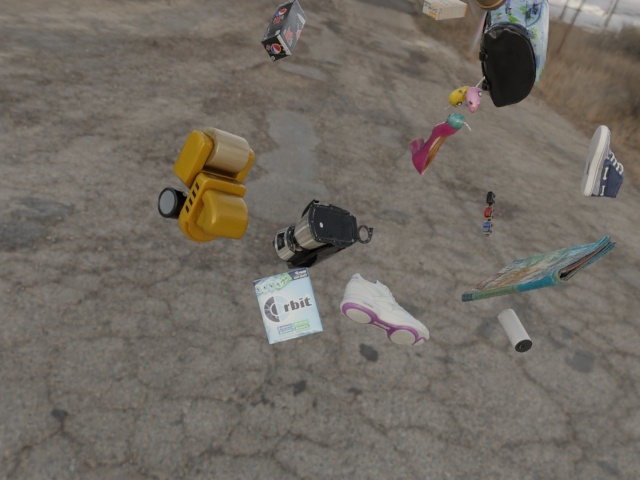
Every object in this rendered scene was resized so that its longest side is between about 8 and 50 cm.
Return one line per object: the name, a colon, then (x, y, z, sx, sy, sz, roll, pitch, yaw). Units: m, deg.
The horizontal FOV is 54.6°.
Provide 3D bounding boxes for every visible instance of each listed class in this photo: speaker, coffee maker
speaker: (0.565, 0.262, 1.804, 0.055, 0.055, 0.136, 10, 31, -15)
coffee maker: (0.000, 0.000, 1.480, 0.171, 0.178, 0.120, 31, 58, -20)

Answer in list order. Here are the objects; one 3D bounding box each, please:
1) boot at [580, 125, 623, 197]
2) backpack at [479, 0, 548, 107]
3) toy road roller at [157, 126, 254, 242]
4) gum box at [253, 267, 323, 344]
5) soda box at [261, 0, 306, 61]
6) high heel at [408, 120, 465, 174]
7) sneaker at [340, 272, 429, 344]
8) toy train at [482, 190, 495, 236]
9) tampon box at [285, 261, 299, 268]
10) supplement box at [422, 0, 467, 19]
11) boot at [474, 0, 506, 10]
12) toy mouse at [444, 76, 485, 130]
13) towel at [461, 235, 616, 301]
boot: (0.712, -0.194, 1.542, 0.086, 0.190, 0.069, 6, 36, 8)
backpack: (0.643, -0.668, 2.062, 0.274, 0.290, 0.355, -12, 40, 13)
toy road roller: (-0.303, -0.144, 1.837, 0.241, 0.329, 0.203, 38, 17, 36)
gum box: (-0.090, 0.182, 1.743, 0.157, 0.184, 0.041, -14, -1, 2)
soda box: (-0.084, -0.494, 1.452, 0.053, 0.060, 0.168, -12, 43, 29)
high heel: (0.380, -0.301, 1.981, 0.082, 0.117, 0.244, -13, -8, -42)
sneaker: (0.198, 0.196, 1.779, 0.305, 0.114, 0.152, 32, 46, -23)
toy train: (0.555, -0.089, 2.046, 0.027, 0.158, 0.036, -1, -20, 33)
tampon box: (-0.038, 0.016, 1.859, 0.120, 0.101, 0.161, -28, 8, -23)
supplement box: (0.329, -0.614, 1.641, 0.098, 0.036, 0.062, -16, 44, -27)
boot: (0.365, -0.681, 1.381, 0.112, 0.305, 0.115, -7, -4, 26)
toy mouse: (0.342, -0.320, 1.496, 0.031, 0.161, 0.143, 18, 54, -22)
towel: (0.601, 0.085, 1.750, 0.271, 0.040, 0.370, -26, 1, -31)
